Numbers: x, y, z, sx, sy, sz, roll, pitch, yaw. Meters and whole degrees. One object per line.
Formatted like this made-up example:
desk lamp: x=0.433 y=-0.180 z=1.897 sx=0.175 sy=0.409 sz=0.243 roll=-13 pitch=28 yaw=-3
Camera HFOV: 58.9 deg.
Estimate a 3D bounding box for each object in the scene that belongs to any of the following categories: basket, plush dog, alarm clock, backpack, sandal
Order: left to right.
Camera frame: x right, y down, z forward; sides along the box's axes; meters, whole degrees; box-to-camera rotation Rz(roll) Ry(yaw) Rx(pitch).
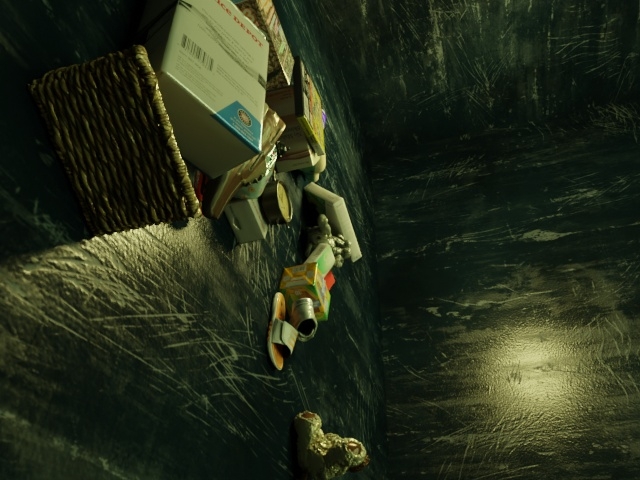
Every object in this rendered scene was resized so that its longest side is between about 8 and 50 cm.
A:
basket: x=-0.321 y=-0.185 z=1.023 sx=0.213 sy=0.222 sz=0.300 roll=-67 pitch=143 yaw=-65
backpack: x=-0.212 y=-0.207 z=1.550 sx=0.144 sy=0.165 sz=0.189 roll=114 pitch=-6 yaw=-47
alarm clock: x=-0.133 y=-0.130 z=1.672 sx=0.129 sy=0.064 sz=0.192 roll=13 pitch=70 yaw=-75
sandal: x=-0.114 y=0.274 z=1.790 sx=0.102 sy=0.076 sz=0.266 roll=62 pitch=23 yaw=-49
plush dog: x=0.025 y=0.696 z=1.828 sx=0.225 sy=0.262 sz=0.211 roll=33 pitch=81 yaw=-58

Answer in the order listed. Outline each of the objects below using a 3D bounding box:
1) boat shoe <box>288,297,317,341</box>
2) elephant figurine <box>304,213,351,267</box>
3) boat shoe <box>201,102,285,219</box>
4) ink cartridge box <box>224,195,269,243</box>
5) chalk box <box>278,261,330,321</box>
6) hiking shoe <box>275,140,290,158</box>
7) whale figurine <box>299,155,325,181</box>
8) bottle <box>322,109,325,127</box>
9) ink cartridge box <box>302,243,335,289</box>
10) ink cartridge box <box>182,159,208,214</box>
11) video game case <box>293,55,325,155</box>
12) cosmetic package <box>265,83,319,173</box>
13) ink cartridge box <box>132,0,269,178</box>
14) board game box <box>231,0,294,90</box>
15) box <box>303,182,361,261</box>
boat shoe: x=-0.057 y=0.286 z=1.874 sx=0.258 sy=0.095 sz=0.084 roll=84 pitch=-9 yaw=-56
elephant figurine: x=0.000 y=0.000 z=2.299 sx=0.239 sy=0.186 sz=0.169 roll=36 pitch=3 yaw=-34
boat shoe: x=-0.186 y=-0.188 z=1.413 sx=0.116 sy=0.123 sz=0.325 roll=30 pitch=84 yaw=-26
ink cartridge box: x=-0.207 y=-0.110 z=1.677 sx=0.203 sy=0.085 sz=0.148 roll=-82 pitch=157 yaw=-52
chalk box: x=-0.046 y=0.204 z=1.988 sx=0.132 sy=0.132 sz=0.213 roll=-80 pitch=154 yaw=-55
hiking shoe: x=-0.176 y=-0.305 z=1.876 sx=0.227 sy=0.114 sz=0.086 roll=-45 pitch=123 yaw=-73
whale figurine: x=-0.061 y=-0.345 z=2.383 sx=0.272 sy=0.141 sz=0.217 roll=122 pitch=-38 yaw=-74
bottle: x=-0.030 y=-0.556 z=2.655 sx=0.283 sy=0.092 sz=0.118 roll=-70 pitch=145 yaw=-63
ink cartridge box: x=0.000 y=0.150 z=2.214 sx=0.181 sy=0.056 sz=0.225 roll=-52 pitch=136 yaw=-32
ink cartridge box: x=-0.312 y=-0.205 z=1.410 sx=0.232 sy=0.066 sz=0.189 roll=57 pitch=26 yaw=-48
video game case: x=-0.043 y=-0.490 z=2.083 sx=0.248 sy=0.035 sz=0.275 roll=54 pitch=28 yaw=-59
cosmetic package: x=-0.117 y=-0.417 z=2.114 sx=0.129 sy=0.153 sz=0.297 roll=-62 pitch=138 yaw=-66
ink cartridge box: x=-0.275 y=-0.389 z=1.307 sx=0.285 sy=0.166 sz=0.395 roll=38 pitch=41 yaw=-41
board game box: x=-0.234 y=-0.571 z=1.603 sx=0.141 sy=0.231 sz=0.291 roll=-85 pitch=159 yaw=-45
box: x=0.053 y=-0.079 z=2.457 sx=0.232 sy=0.058 sz=0.322 roll=33 pitch=-30 yaw=49
